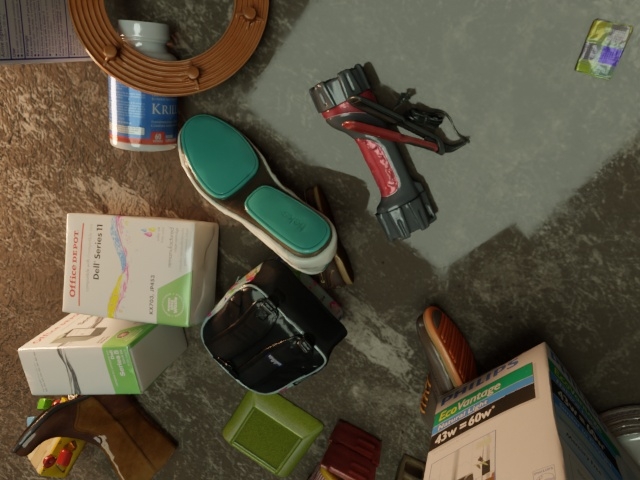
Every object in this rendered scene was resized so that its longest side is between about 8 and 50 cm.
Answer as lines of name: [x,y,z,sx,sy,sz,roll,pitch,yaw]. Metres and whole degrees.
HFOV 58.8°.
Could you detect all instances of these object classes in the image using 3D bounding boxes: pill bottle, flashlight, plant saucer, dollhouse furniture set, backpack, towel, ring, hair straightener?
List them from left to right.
pill bottle: [-0.323,-0.282,1.039,0.124,0.124,0.222,9,109,12]
ring: [-0.255,-0.413,0.951,0.336,0.032,0.337,0,93,-6]
plant saucer: [-0.116,0.437,1.276,0.188,0.045,0.188,33,114,2]
backpack: [-0.097,0.168,1.092,0.225,0.191,0.253,45,125,-4]
flashlight: [0.088,-0.145,0.987,0.103,0.103,0.304,-15,106,42]
dollhouse furniture set: [0.146,0.566,1.188,0.374,0.152,0.201,25,113,6]
hair straightener: [0.149,-0.201,0.931,0.230,0.047,0.089,11,87,-19]
towel: [0.440,-0.298,0.883,0.060,0.009,0.083,20,113,8]

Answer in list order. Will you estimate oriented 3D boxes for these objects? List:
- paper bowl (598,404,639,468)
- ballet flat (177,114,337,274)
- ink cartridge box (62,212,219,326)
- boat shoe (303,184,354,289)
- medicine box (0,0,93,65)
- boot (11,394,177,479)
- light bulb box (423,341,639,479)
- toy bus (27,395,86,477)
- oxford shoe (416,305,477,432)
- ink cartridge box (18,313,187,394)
paper bowl: [0.600,0.457,1.028,0.284,0.148,0.284,6,111,15]
ballet flat: [-0.123,-0.074,1.039,0.400,0.139,0.139,43,116,24]
ink cartridge box: [-0.395,0.052,1.154,0.353,0.119,0.207,4,92,15]
boat shoe: [0.000,0.000,1.075,0.073,0.073,0.207,-14,104,17]
medicine box: [-0.526,-0.439,0.952,0.149,0.289,0.264,9,111,12]
boot: [-0.513,0.475,1.306,0.280,0.264,0.096,54,141,-6]
light bulb box: [0.340,0.406,0.815,0.225,0.361,0.358,-37,94,24]
toy bus: [-0.622,0.476,1.398,0.202,0.191,0.104,-26,143,23]
oxford shoe: [0.240,0.298,1.086,0.132,0.130,0.364,-17,103,27]
ink cartridge box: [-0.459,0.231,1.216,0.272,0.198,0.115,-5,107,17]
